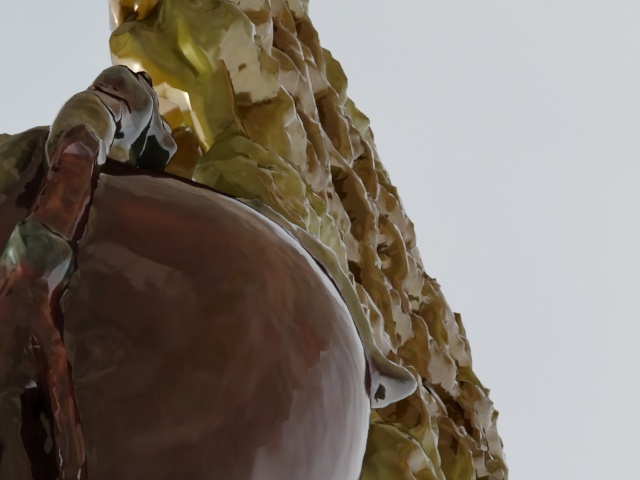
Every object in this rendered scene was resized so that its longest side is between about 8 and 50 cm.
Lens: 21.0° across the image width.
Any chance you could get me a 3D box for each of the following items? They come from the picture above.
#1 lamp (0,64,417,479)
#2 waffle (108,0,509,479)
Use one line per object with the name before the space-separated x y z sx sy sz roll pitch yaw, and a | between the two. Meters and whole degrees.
lamp | -0.071 0.074 0.453 0.151 0.215 0.223 20 -115 17
waffle | 0.000 0.000 0.665 0.068 0.302 0.325 -22 -177 11
